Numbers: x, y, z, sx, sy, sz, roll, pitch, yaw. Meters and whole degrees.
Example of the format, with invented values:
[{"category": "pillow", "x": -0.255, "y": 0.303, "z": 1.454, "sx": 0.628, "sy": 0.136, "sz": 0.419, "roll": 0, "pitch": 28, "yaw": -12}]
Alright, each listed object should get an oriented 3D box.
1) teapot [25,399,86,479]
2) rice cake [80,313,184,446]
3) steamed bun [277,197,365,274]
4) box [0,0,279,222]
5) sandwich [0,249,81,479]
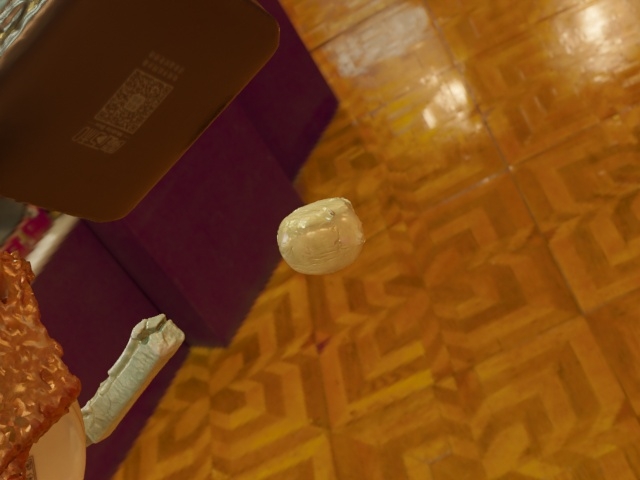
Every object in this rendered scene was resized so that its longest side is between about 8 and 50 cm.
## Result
[{"category": "teapot", "x": -0.301, "y": 0.172, "z": 0.883, "sx": 0.166, "sy": 0.299, "sz": 0.208, "roll": -9, "pitch": 4, "yaw": 40}, {"category": "rice cake", "x": -0.301, "y": 0.223, "z": 1.562, "sx": 0.066, "sy": 0.063, "sz": 0.336, "roll": -33, "pitch": -14, "yaw": -46}, {"category": "steamed bun", "x": 0.000, "y": 0.000, "z": 1.368, "sx": 0.112, "sy": 0.090, "sz": 0.130, "roll": -21, "pitch": 13, "yaw": -14}, {"category": "box", "x": -0.194, "y": -0.150, "z": 0.953, "sx": 0.289, "sy": 0.290, "sz": 0.073, "roll": -46, "pitch": 66, "yaw": 12}, {"category": "sandwich", "x": -0.276, "y": 0.098, "z": 0.685, "sx": 0.212, "sy": 0.292, "sz": 0.109, "roll": -12, "pitch": -14, "yaw": -30}]
